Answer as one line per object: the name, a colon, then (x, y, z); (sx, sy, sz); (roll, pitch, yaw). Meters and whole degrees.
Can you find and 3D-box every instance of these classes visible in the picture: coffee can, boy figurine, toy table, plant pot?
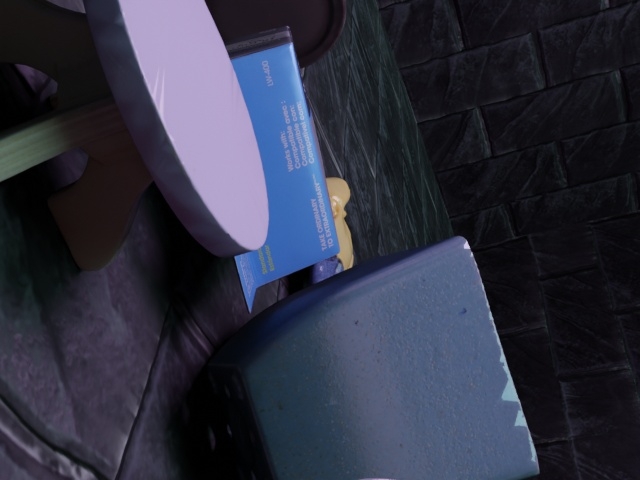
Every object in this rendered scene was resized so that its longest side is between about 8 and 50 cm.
coffee can: (-0.068, -0.400, 1.125); (0.201, 0.201, 0.275); (59, 23, -47)
boy figurine: (0.000, 0.000, 1.248); (0.177, 0.092, 0.285); (59, 23, -47)
toy table: (-0.164, -0.100, 0.621); (0.252, 0.160, 0.274); (-48, 123, -71)
plant pot: (0.026, 0.159, 0.849); (0.247, 0.252, 0.248); (-20, -93, 69)

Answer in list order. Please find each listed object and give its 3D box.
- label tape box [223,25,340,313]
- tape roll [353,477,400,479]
label tape box: (-0.053, -0.098, 0.906); (0.334, 0.105, 0.241); (-100, 177, -70)
tape roll: (0.039, 0.283, 0.559); (0.072, 0.219, 0.219); (127, -34, -52)
